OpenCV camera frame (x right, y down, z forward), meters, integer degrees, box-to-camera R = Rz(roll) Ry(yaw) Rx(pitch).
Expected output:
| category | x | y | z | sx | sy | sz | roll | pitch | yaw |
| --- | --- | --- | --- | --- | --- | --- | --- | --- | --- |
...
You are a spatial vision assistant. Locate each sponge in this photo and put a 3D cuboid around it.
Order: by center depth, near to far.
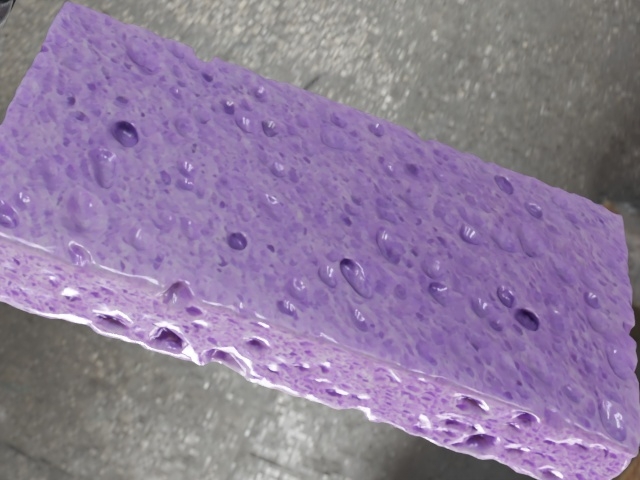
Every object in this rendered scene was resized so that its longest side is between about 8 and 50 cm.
| category | x | y | z | sx | sy | sz | roll | pitch | yaw |
| --- | --- | --- | --- | --- | --- | --- | --- | --- | --- |
| sponge | 0.000 | 0.000 | 0.443 | 0.210 | 0.117 | 0.031 | 20 | 129 | -9 |

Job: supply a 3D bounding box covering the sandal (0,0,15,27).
| category | x | y | z | sx | sy | sz | roll | pitch | yaw |
| --- | --- | --- | --- | --- | --- | --- | --- | --- | --- |
| sandal | -0.156 | -0.068 | 0.425 | 0.097 | 0.254 | 0.054 | -25 | 97 | 35 |
